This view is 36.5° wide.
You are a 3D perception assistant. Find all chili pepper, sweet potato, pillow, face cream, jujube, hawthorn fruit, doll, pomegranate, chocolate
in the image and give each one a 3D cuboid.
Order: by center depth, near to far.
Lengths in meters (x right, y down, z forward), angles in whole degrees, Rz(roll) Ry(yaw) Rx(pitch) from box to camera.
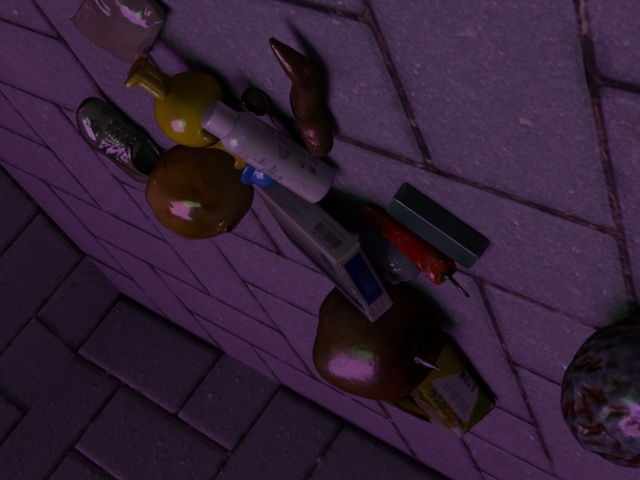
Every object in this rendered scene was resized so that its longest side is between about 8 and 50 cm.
[{"bbox_3d":[0.511,0.246,1.534,0.246,0.215,0.308,31,160,16],"label":"jujube"},{"bbox_3d":[-0.022,-0.236,1.579,0.067,0.059,0.281,42,165,24],"label":"sweet potato"},{"bbox_3d":[-0.098,-0.165,1.771,0.269,0.082,0.082,31,166,-25],"label":"face cream"},{"bbox_3d":[-0.379,-0.410,1.798,0.173,0.067,0.270,34,162,-10],"label":"pillow"},{"bbox_3d":[0.180,0.015,1.813,0.272,0.063,0.071,42,168,26],"label":"chili pepper"},{"bbox_3d":[-0.202,-0.227,1.851,0.363,0.145,0.199,34,-157,-21],"label":"doll"},{"bbox_3d":[-0.257,-0.112,2.070,0.233,0.233,0.233,33,161,13],"label":"pomegranate"},{"bbox_3d":[0.137,0.222,2.112,0.300,0.268,0.268,23,158,26],"label":"hawthorn fruit"},{"bbox_3d":[0.230,0.323,2.354,0.301,0.137,0.289,16,152,46],"label":"chocolate"}]

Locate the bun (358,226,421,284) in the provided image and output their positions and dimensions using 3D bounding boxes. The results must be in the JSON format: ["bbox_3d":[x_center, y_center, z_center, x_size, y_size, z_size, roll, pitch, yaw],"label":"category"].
[{"bbox_3d":[0.132,0.035,1.920,0.141,0.083,0.141,32,158,15],"label":"bun"}]

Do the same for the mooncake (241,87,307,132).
[{"bbox_3d":[-0.080,-0.223,1.622,0.150,0.057,0.347,33,-177,0],"label":"mooncake"}]

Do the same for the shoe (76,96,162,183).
[{"bbox_3d":[-0.470,-0.238,2.335,0.275,0.103,0.098,42,161,-34],"label":"shoe"}]

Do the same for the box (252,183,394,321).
[{"bbox_3d":[0.000,0.000,1.949,0.343,0.065,0.200,43,169,45],"label":"box"}]

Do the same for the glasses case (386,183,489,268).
[{"bbox_3d":[0.205,-0.025,1.711,0.184,0.039,0.078,36,161,4],"label":"glasses case"}]
